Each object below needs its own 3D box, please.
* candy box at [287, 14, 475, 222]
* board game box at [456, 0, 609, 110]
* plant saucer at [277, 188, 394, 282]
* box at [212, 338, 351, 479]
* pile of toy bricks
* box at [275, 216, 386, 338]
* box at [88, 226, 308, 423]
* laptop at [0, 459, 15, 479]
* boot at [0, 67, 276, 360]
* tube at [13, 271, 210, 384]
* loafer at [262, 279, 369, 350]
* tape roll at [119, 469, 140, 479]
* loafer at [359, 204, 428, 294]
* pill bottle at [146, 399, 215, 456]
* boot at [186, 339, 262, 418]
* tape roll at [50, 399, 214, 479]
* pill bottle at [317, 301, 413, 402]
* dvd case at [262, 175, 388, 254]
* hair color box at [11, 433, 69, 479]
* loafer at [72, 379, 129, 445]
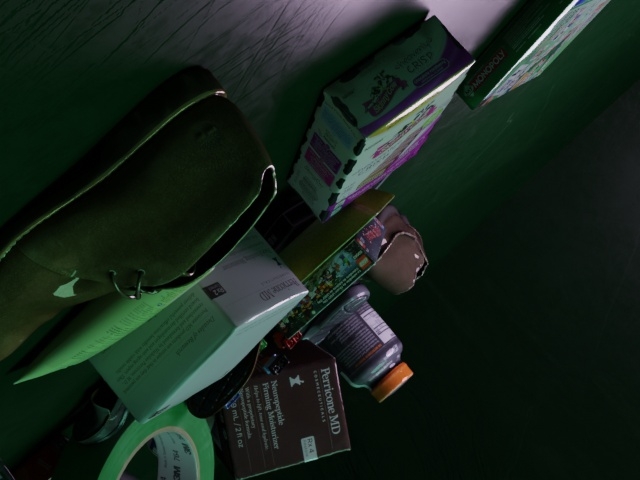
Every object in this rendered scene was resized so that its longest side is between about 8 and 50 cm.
[{"bbox_3d":[0.060,-0.126,1.303,0.159,0.071,0.233,-37,170,-21],"label":"candy box"},{"bbox_3d":[0.332,-0.316,1.596,0.213,0.046,0.317,-31,167,-50],"label":"board game box"},{"bbox_3d":[0.000,0.000,1.483,0.188,0.045,0.188,-42,180,13],"label":"plant saucer"},{"bbox_3d":[-0.080,0.280,2.010,0.203,0.169,0.167,-13,-171,-15],"label":"box"},{"bbox_3d":[-0.137,0.177,1.899,0.105,0.118,0.212,0,-141,51],"label":"pile of toy bricks"},{"bbox_3d":[0.014,0.042,1.661,0.159,0.044,0.233,-41,-176,13],"label":"box"},{"bbox_3d":[-0.141,0.088,1.346,0.182,0.119,0.181,-45,170,26],"label":"box"},{"bbox_3d":[-0.416,0.317,1.247,0.234,0.264,0.136,-37,-153,-21],"label":"laptop"},{"bbox_3d":[-0.164,0.012,0.917,0.305,0.115,0.112,-42,173,13],"label":"boot"},{"bbox_3d":[-0.210,0.073,1.212,0.240,0.062,0.070,-39,129,22],"label":"tube"},{"bbox_3d":[-0.035,0.144,2.158,0.302,0.095,0.109,-42,161,31],"label":"loafer"},{"bbox_3d":[-0.368,0.471,1.912,0.219,0.219,0.072,-42,171,8],"label":"tape roll"},{"bbox_3d":[0.128,0.023,2.098,0.134,0.130,0.366,-43,171,15],"label":"loafer"},{"bbox_3d":[-0.243,0.313,2.017,0.112,0.112,0.187,-37,171,-23],"label":"pill bottle"},{"bbox_3d":[-0.125,0.162,1.774,0.219,0.082,0.106,-61,177,3],"label":"boot"},{"bbox_3d":[-0.272,0.379,1.732,0.321,0.077,0.321,-34,130,-55],"label":"tape roll"},{"bbox_3d":[0.067,0.190,2.275,0.130,0.246,0.130,-39,170,-8],"label":"pill bottle"},{"bbox_3d":[-0.010,-0.024,1.636,0.238,0.029,0.179,-31,167,-44],"label":"dvd case"},{"bbox_3d":[-0.405,0.336,1.682,0.141,0.043,0.072,-40,170,-11],"label":"hair color box"},{"bbox_3d":[-0.282,0.210,1.578,0.170,0.062,0.061,-48,147,20],"label":"loafer"}]
